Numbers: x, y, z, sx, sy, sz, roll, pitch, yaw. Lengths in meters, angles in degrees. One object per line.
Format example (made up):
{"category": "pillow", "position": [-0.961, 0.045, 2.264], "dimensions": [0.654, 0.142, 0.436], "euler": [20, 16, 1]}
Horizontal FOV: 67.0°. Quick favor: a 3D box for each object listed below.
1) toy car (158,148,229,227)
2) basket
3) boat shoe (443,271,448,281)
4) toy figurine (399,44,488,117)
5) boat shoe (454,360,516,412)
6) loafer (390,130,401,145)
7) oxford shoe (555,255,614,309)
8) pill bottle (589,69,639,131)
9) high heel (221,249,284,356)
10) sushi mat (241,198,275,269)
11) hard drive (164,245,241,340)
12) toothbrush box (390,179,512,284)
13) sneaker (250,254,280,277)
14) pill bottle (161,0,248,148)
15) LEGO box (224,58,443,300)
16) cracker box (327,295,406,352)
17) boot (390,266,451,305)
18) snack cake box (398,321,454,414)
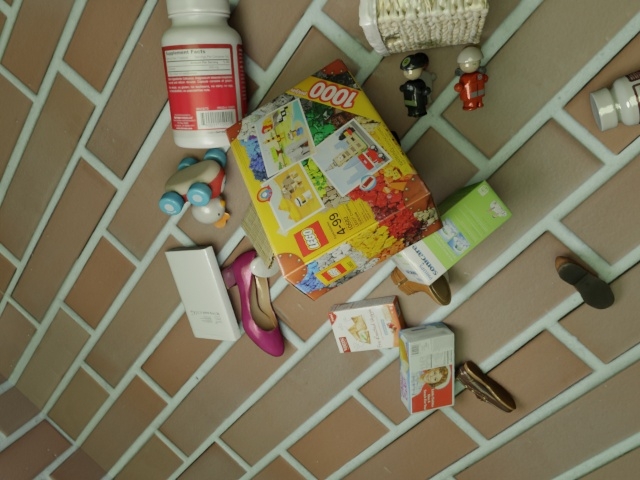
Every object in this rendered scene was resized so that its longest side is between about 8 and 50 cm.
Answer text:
{"category": "toy car", "position": [-0.370, -0.136, 1.599], "dimensions": [0.211, 0.219, 0.238], "euler": [-14, 132, 23]}
{"category": "basket", "position": [0.234, -0.627, 1.098], "dimensions": [0.267, 0.328, 0.330], "euler": [-1, 99, 14]}
{"category": "boat shoe", "position": [0.339, 0.060, 1.463], "dimensions": [0.063, 0.066, 0.184], "euler": [-1, 117, 41]}
{"category": "toy figurine", "position": [0.311, -0.413, 1.221], "dimensions": [0.213, 0.209, 0.148], "euler": [-2, 117, 21]}
{"category": "boat shoe", "position": [0.521, 0.473, 1.538], "dimensions": [0.207, 0.073, 0.073], "euler": [42, 118, 10]}
{"category": "loafer", "position": [0.210, -0.232, 1.412], "dimensions": [0.061, 0.062, 0.169], "euler": [-7, 104, 45]}
{"category": "oxford shoe", "position": [0.732, 0.111, 1.339], "dimensions": [0.212, 0.076, 0.076], "euler": [39, 116, -15]}
{"category": "pill bottle", "position": [0.767, -0.342, 1.133], "dimensions": [0.221, 0.121, 0.121], "euler": [-17, 102, 25]}
{"category": "high heel", "position": [-0.197, 0.221, 1.664], "dimensions": [0.181, 0.127, 0.377], "euler": [-31, 93, 37]}
{"category": "sushi mat", "position": [-0.182, -0.046, 1.502], "dimensions": [0.019, 0.316, 0.151], "euler": [10, 111, -29]}
{"category": "hard drive", "position": [-0.429, 0.193, 1.759], "dimensions": [0.233, 0.047, 0.352], "euler": [-4, 108, 38]}
{"category": "toothbrush box", "position": [0.332, -0.018, 1.294], "dimensions": [0.283, 0.206, 0.122], "euler": [-41, 92, -3]}
{"category": "sneaker", "position": [-0.169, 0.060, 1.559], "dimensions": [0.094, 0.212, 0.080], "euler": [7, 110, 32]}
{"category": "pill bottle", "position": [-0.337, -0.487, 1.416], "dimensions": [0.229, 0.229, 0.407], "euler": [4, 109, 18]}
{"category": "LEGO box", "position": [0.017, -0.163, 1.234], "dimensions": [0.373, 0.193, 0.499], "euler": [-30, 58, 7]}
{"category": "cracker box", "position": [0.157, 0.279, 1.599], "dimensions": [0.233, 0.067, 0.155], "euler": [-12, 104, 23]}
{"category": "boot", "position": [0.300, 0.136, 1.460], "dimensions": [0.197, 0.073, 0.152], "euler": [58, 148, 20]}
{"category": "snack cake box", "position": [0.337, 0.405, 1.533], "dimensions": [0.152, 0.089, 0.264], "euler": [-9, 108, -12]}
